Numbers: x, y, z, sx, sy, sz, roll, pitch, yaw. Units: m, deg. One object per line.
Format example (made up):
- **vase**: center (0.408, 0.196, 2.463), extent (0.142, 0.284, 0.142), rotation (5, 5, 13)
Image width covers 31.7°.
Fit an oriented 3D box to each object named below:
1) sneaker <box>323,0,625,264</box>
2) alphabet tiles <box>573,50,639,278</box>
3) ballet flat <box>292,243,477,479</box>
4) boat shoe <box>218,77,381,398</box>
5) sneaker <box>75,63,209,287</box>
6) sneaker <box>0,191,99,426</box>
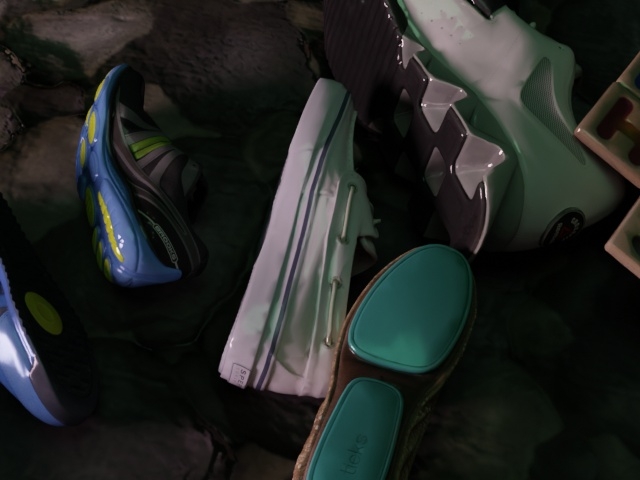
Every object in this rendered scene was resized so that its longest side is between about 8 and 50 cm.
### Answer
- **sneaker**: center (0.101, -0.126, 0.804), extent (0.146, 0.122, 0.330), rotation (-8, 57, -23)
- **alphabet tiles**: center (0.333, -0.047, 0.757), extent (0.285, 0.011, 0.342), rotation (41, 57, 4)
- **ballet flat**: center (0.035, 0.089, 0.645), extent (0.073, 0.067, 0.206), rotation (22, 50, 12)
- **boat shoe**: center (0.000, 0.000, 0.719), extent (0.076, 0.083, 0.226), rotation (18, 63, -4)
- **sneaker**: center (-0.118, -0.042, 0.754), extent (0.078, 0.067, 0.188), rotation (5, 45, -28)
- **sneaker**: center (-0.208, 0.038, 0.682), extent (0.082, 0.069, 0.209), rotation (-40, 68, 7)
